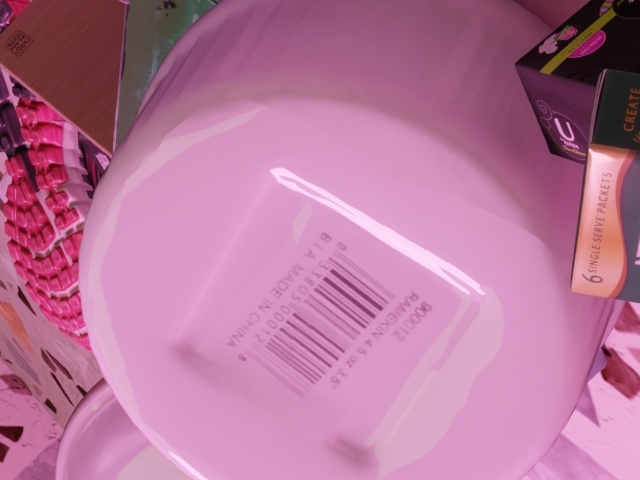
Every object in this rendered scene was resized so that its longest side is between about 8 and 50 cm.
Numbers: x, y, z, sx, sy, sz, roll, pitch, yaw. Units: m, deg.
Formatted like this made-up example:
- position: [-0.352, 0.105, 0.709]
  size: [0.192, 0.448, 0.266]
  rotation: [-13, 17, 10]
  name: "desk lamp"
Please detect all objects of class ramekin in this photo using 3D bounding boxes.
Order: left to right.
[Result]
- position: [0.015, 0.011, 0.830]
  size: [0.277, 0.135, 0.277]
  rotation: [6, 116, 13]
  name: "ramekin"

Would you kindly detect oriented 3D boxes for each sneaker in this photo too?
- position: [-0.177, -0.053, 1.285]
  size: [0.121, 0.112, 0.299]
  rotation: [5, 110, 49]
  name: "sneaker"

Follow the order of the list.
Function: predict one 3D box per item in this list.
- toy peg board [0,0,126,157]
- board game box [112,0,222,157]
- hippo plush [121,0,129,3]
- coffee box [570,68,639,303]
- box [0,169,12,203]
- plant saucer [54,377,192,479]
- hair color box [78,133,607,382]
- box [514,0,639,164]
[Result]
- position: [-0.092, -0.120, 1.044]
  size: [0.160, 0.161, 0.079]
  rotation: [37, 172, 33]
  name: "toy peg board"
- position: [-0.048, -0.090, 0.903]
  size: [0.126, 0.026, 0.186]
  rotation: [15, 115, 15]
  name: "board game box"
- position: [-0.148, -0.279, 0.735]
  size: [0.237, 0.234, 0.294]
  rotation: [92, 155, -47]
  name: "hippo plush"
- position: [0.191, -0.005, 0.645]
  size: [0.184, 0.040, 0.113]
  rotation: [11, 151, 9]
  name: "coffee box"
- position: [-0.173, -0.026, 1.441]
  size: [0.182, 0.119, 0.181]
  rotation: [52, 161, -3]
  name: "box"
- position: [-0.034, 0.256, 1.339]
  size: [0.400, 0.100, 0.400]
  rotation: [8, 128, 10]
  name: "plant saucer"
- position: [0.000, 0.000, 1.111]
  size: [0.374, 0.113, 0.185]
  rotation: [20, 144, 55]
  name: "hair color box"
- position: [0.137, -0.073, 0.710]
  size: [0.062, 0.083, 0.052]
  rotation: [24, 148, 52]
  name: "box"
